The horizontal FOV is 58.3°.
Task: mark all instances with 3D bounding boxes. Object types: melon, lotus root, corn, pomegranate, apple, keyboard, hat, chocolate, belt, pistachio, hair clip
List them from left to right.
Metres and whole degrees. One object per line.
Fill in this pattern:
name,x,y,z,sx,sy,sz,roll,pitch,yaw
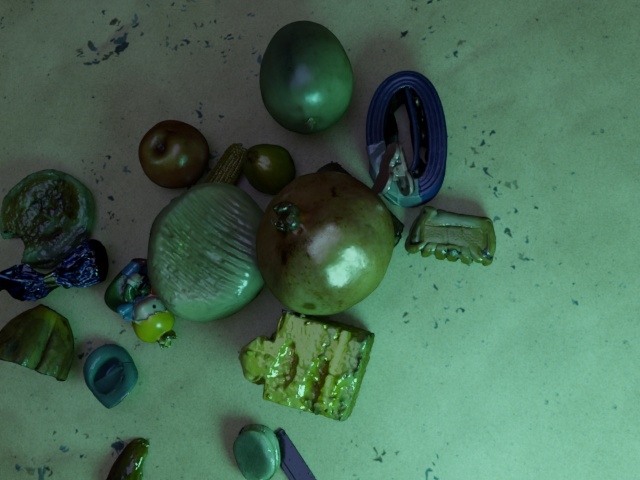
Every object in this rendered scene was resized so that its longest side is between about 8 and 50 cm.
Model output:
lotus root,-0.759,0.273,1.564,0.199,0.188,0.180,18,69,14
chocolate,-0.762,0.106,1.608,0.343,0.148,0.126,-18,60,2
hat,-0.562,0.375,1.563,0.138,0.078,0.191,-41,57,-8
pistachio,-0.512,0.609,1.521,0.089,0.049,0.173,30,86,13
apple,-0.411,-0.244,1.602,0.201,0.162,0.201,-1,81,8
corn,-0.277,-0.168,1.608,0.080,0.080,0.238,34,86,14
keyboard,-0.065,0.580,1.467,0.060,0.018,0.195,-36,76,-4
melon,-0.037,-0.429,1.526,0.271,0.272,0.308,7,87,11
pomegranate,0.000,0.000,1.310,0.338,0.338,0.338,-2,79,10
hair clip,0.163,-0.168,1.398,0.102,0.123,0.138,-13,87,-19
belt,0.227,-0.267,1.518,0.212,0.117,0.347,-4,79,9

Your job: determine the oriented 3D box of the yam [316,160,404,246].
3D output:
yam,0.093,-0.084,1.507,0.279,0.131,0.131,43,89,13

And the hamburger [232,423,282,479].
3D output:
hamburger,-0.158,0.537,1.454,0.133,0.062,0.140,-28,82,29

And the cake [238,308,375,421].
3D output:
cake,-0.035,0.289,1.405,0.286,0.227,0.222,16,84,12

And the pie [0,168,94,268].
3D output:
pie,-0.804,-0.069,1.687,0.302,0.067,0.302,-2,80,9

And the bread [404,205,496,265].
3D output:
bread,0.335,-0.008,1.471,0.225,0.081,0.134,11,77,13

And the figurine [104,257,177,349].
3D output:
figurine,-0.461,0.169,1.564,0.234,0.127,0.185,33,79,24

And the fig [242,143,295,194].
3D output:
fig,-0.142,-0.197,1.573,0.153,0.121,0.136,19,88,-13

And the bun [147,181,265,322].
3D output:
bun,-0.273,0.034,1.491,0.326,0.234,0.362,7,79,14
